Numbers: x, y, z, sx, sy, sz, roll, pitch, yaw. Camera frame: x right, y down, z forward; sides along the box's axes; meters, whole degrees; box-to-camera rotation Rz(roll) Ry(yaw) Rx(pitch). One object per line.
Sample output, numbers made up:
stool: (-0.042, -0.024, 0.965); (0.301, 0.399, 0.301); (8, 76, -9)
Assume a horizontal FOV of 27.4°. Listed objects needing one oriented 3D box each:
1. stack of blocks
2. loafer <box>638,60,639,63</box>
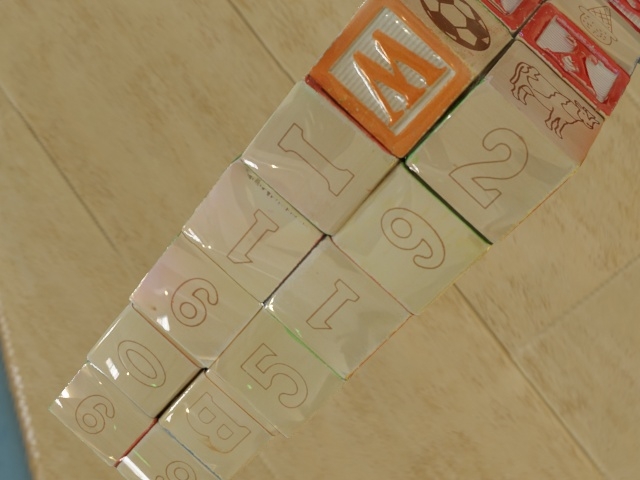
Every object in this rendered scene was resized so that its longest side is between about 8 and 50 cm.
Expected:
stack of blocks: (0.000, 0.000, 0.564); (0.087, 0.171, 0.297); (42, 126, -1)
loafer: (0.241, -0.059, 0.612); (0.267, 0.084, 0.096); (42, 48, 2)
